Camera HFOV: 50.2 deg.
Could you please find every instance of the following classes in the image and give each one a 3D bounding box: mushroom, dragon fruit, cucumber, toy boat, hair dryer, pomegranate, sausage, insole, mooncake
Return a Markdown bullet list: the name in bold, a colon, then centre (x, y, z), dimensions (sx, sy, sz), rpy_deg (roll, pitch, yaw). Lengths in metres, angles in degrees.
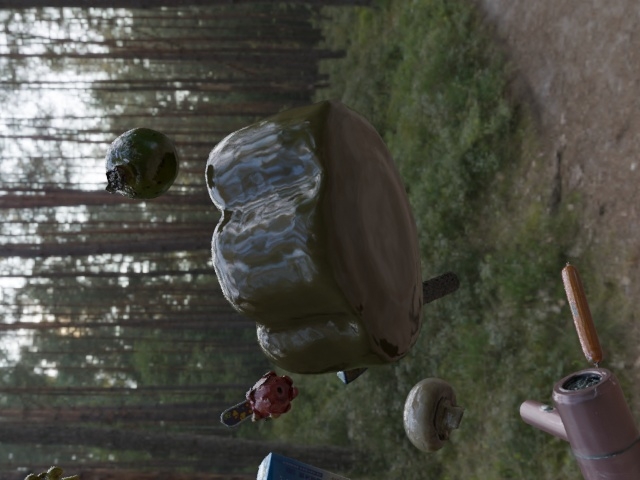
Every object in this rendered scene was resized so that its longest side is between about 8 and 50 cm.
- **mushroom**: centre (0.350, 0.535, 2.092), dimensions (0.226, 0.178, 0.226), rpy_deg (-17, -67, -49)
- **dragon fruit**: centre (-0.116, 0.383, 1.674), dimensions (0.068, 0.126, 0.112), rpy_deg (-4, 105, 67)
- **cucumber**: centre (0.331, 0.157, 2.120), dimensions (0.300, 0.072, 0.072), rpy_deg (-15, -69, -46)
- **toy boat**: centre (0.134, 0.355, 2.096), dimensions (0.229, 0.046, 0.080), rpy_deg (-36, -58, -39)
- **hair dryer**: centre (0.497, 0.361, 1.391), dimensions (0.210, 0.125, 0.352), rpy_deg (67, 165, -4)
- **pomegranate**: centre (-0.298, -0.127, 1.124), dimensions (0.130, 0.130, 0.130), rpy_deg (-179, 90, -89)
- **sausage**: centre (0.764, 0.212, 2.006), dimensions (0.053, 0.053, 0.348), rpy_deg (92, 177, -55)
- **insole**: centre (-0.164, 0.419, 1.751), dimensions (0.065, 0.197, 0.004), rpy_deg (56, 157, 28)
- **mooncake**: centre (0.000, 0.000, 1.184), dimensions (0.467, 0.262, 0.467), rpy_deg (-14, -90, -69)

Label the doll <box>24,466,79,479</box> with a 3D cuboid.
- **doll**: centre (-0.390, 0.482, 1.048), dimensions (0.291, 0.117, 0.086), rpy_deg (51, 137, 34)

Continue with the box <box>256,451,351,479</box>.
- **box**: centre (-0.040, 0.547, 1.431), dimensions (0.073, 0.194, 0.139), rpy_deg (-55, 18, 41)
